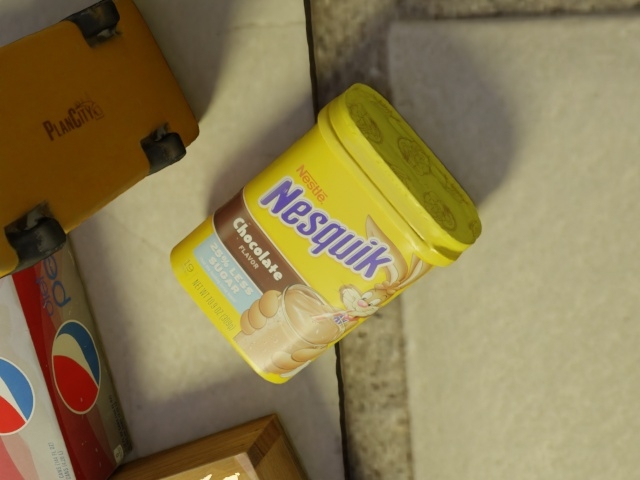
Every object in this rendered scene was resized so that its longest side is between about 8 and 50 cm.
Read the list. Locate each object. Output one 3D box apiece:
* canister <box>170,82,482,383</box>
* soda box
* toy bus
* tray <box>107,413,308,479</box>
[{"bbox_3d":[0.000,0.000,1.040,0.170,0.073,0.126,-39,93,26],"label":"canister"},{"bbox_3d":[-0.216,0.051,1.113,0.083,0.092,0.263,-10,105,21],"label":"soda box"},{"bbox_3d":[-0.177,-0.055,0.932,0.130,0.333,0.108,-22,100,22],"label":"toy bus"},{"bbox_3d":[-0.175,0.285,1.191,0.411,0.076,0.203,-20,101,23],"label":"tray"}]
